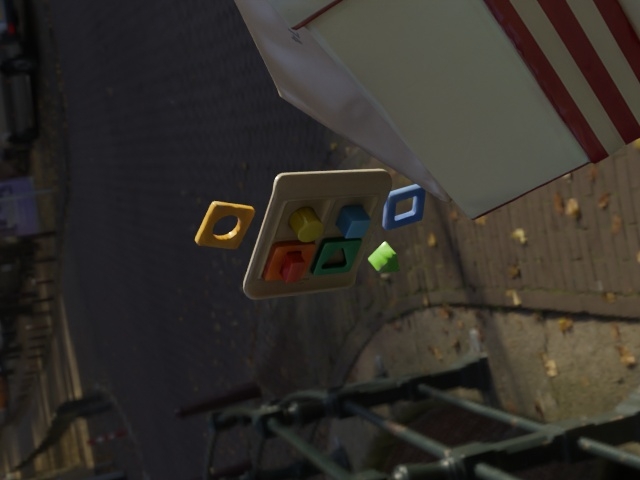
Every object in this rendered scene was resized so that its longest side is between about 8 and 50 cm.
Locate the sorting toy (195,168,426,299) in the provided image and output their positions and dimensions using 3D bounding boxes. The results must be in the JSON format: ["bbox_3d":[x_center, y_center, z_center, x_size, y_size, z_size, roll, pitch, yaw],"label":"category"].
[{"bbox_3d":[0.000,0.000,1.259,0.047,0.347,0.196,53,137,42],"label":"sorting toy"}]

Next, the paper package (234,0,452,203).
[{"bbox_3d":[0.045,-0.244,0.893,0.309,0.168,0.325,39,164,40],"label":"paper package"}]

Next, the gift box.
[{"bbox_3d":[0.094,-0.211,0.551,0.255,0.258,0.276,-31,39,20],"label":"gift box"}]
